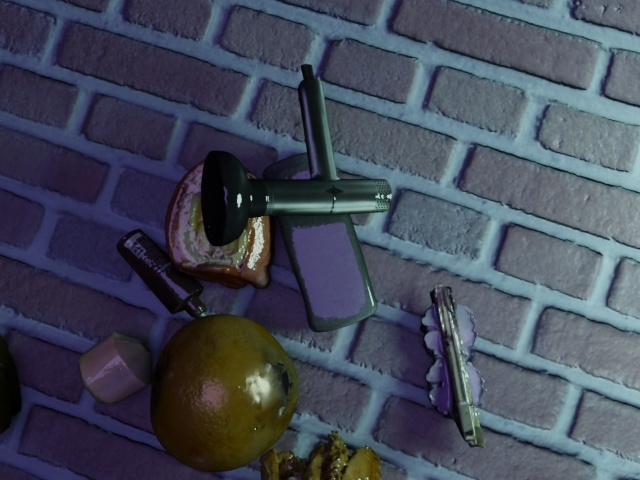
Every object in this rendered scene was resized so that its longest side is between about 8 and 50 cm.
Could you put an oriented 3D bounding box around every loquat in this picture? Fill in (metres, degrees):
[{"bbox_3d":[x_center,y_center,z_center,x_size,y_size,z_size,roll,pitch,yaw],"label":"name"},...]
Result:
[{"bbox_3d":[-0.169,0.252,1.332,0.263,0.263,0.262,-1,84,5],"label":"loquat"}]

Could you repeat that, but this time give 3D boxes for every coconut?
[{"bbox_3d":[-0.361,0.224,1.426,0.122,0.116,0.116,-31,82,-1],"label":"coconut"}]

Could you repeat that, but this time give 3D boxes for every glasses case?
[{"bbox_3d":[0.000,0.000,1.433,0.131,0.074,0.323,-18,83,2],"label":"glasses case"}]

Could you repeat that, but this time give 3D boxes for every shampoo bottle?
[{"bbox_3d":[-0.272,0.077,1.456,0.236,0.067,0.068,45,99,8],"label":"shampoo bottle"}]

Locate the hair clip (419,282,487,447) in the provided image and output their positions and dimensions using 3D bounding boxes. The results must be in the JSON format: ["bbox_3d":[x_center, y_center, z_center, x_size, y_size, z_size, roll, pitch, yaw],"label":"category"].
[{"bbox_3d":[0.233,0.220,1.393,0.106,0.084,0.291,-11,78,9],"label":"hair clip"}]

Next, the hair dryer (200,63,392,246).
[{"bbox_3d":[-0.067,-0.143,1.368,0.321,0.155,0.284,-11,61,-26],"label":"hair dryer"}]

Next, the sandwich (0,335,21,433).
[{"bbox_3d":[-0.662,0.245,1.455,0.292,0.109,0.212,43,96,10],"label":"sandwich"}]

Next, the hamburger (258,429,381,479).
[{"bbox_3d":[-0.005,0.445,1.308,0.212,0.245,0.260,0,76,5],"label":"hamburger"}]

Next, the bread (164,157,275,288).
[{"bbox_3d":[-0.177,-0.038,1.428,0.190,0.123,0.244,2,83,0],"label":"bread"}]
